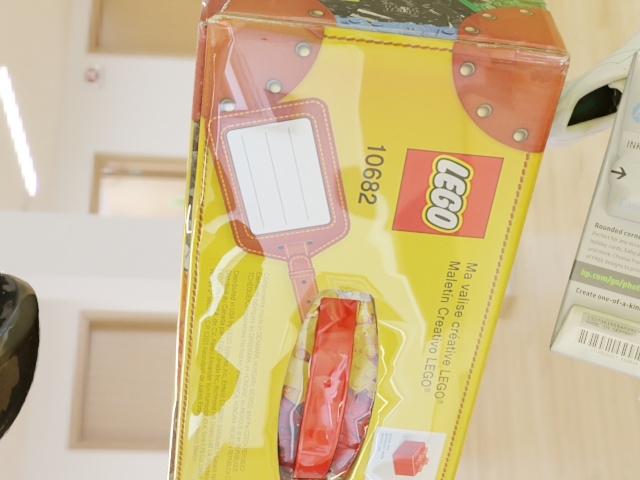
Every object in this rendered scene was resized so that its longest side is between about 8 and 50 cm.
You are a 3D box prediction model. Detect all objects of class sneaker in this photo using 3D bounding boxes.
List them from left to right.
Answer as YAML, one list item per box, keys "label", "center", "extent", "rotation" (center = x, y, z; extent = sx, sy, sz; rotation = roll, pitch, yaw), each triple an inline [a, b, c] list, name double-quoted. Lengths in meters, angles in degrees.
- label: "sneaker"
  center: [0.215, -0.109, 0.773]
  extent: [0.053, 0.152, 0.061]
  rotation: [56, 178, -10]

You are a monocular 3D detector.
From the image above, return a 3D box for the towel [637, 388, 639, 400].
- label: "towel"
  center: [0.335, 0.020, 1.010]
  extent: [0.282, 0.049, 0.187]
  rotation: [-51, -29, -56]

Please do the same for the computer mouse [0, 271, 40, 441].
- label: "computer mouse"
  center: [-0.257, 0.119, 0.616]
  extent: [0.272, 0.188, 0.072]
  rotation: [-43, -50, -34]

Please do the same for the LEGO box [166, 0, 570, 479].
- label: "LEGO box"
  center: [0.000, 0.000, 0.845]
  extent: [0.372, 0.193, 0.500]
  rotation: [-92, 9, -55]

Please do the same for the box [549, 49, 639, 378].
- label: "box"
  center: [0.230, -0.004, 0.664]
  extent: [0.038, 0.145, 0.186]
  rotation: [-1, -74, -73]
